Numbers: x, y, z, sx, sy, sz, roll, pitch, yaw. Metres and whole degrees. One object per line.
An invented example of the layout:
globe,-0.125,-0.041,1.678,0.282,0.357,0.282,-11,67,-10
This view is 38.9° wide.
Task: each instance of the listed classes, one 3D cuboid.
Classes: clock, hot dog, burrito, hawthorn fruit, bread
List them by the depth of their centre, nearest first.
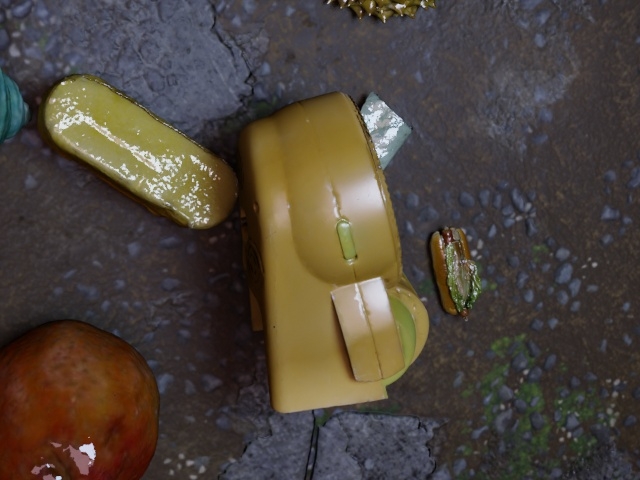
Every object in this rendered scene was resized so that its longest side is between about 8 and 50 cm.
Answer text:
hawthorn fruit,-0.266,0.209,0.989,0.210,0.262,0.210,-13,119,-24
clock,0.000,0.000,1.011,0.200,0.244,0.317,-14,116,-8
bread,-0.207,-0.101,1.038,0.245,0.094,0.102,32,82,-19
burrito,0.058,-0.118,1.127,0.074,0.044,0.118,38,88,-11
hot dog,0.179,0.043,1.191,0.056,0.041,0.133,-15,104,-11

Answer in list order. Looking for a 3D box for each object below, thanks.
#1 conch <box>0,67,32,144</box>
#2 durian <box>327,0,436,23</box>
conch,-0.410,-0.145,0.957,0.202,0.134,0.196,19,127,-21
durian,0.105,-0.346,1.067,0.260,0.154,0.186,-40,132,3
